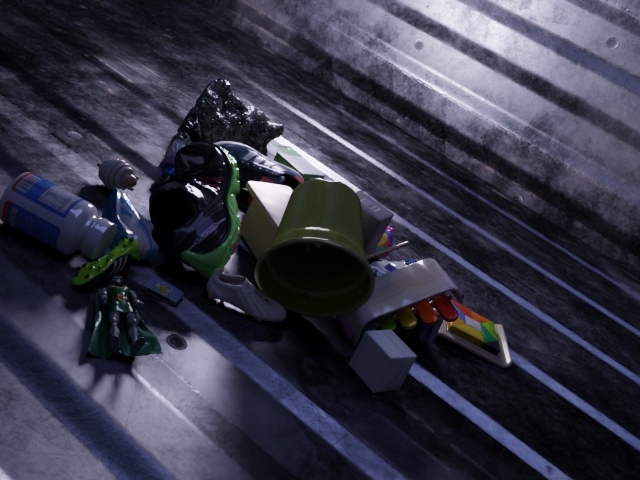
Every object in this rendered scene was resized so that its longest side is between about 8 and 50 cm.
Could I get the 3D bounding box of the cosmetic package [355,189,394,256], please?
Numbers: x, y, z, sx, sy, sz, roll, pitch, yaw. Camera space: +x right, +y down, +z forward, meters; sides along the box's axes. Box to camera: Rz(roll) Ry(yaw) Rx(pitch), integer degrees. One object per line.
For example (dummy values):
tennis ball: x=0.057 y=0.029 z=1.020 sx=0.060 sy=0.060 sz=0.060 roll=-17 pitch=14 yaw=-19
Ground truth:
cosmetic package: x=0.080 y=0.002 z=2.011 sx=0.127 sy=0.238 sz=0.107 roll=37 pitch=28 yaw=16

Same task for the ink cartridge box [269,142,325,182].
ink cartridge box: x=-0.093 y=-0.251 z=2.566 sx=0.109 sy=0.062 sz=0.209 roll=-1 pitch=35 yaw=-46

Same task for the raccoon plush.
raccoon plush: x=-0.307 y=-0.301 z=2.408 sx=0.299 sy=0.216 sz=0.446 roll=34 pitch=51 yaw=-16

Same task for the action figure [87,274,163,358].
action figure: x=-0.392 y=0.140 z=1.476 sx=0.137 sy=0.063 sz=0.232 roll=10 pitch=25 yaw=-27

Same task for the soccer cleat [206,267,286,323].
soccer cleat: x=-0.163 y=0.127 z=1.706 sx=0.196 sy=0.076 sz=0.068 roll=23 pitch=24 yaw=-8

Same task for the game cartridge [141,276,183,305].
game cartridge: x=-0.342 y=0.109 z=1.637 sx=0.083 sy=0.017 sz=0.056 roll=27 pitch=20 yaw=1

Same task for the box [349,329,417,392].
box: x=0.139 y=0.270 z=1.687 sx=0.087 sy=0.101 sz=0.102 roll=3 pitch=31 yaw=-42

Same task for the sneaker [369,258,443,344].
sneaker: x=0.195 y=0.149 z=1.991 sx=0.182 sy=0.127 sz=0.315 roll=8 pitch=28 yaw=-17

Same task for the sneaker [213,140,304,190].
sneaker: x=-0.191 y=-0.193 z=2.263 sx=0.350 sy=0.131 sz=0.148 roll=15 pitch=22 yaw=-25

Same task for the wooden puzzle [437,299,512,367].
wooden puzzle: x=0.414 y=0.242 z=2.091 sx=0.239 sy=0.044 sz=0.221 roll=23 pitch=24 yaw=-6

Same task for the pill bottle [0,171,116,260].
pill bottle: x=-0.556 y=-0.045 z=1.604 sx=0.221 sy=0.124 sz=0.124 roll=28 pitch=24 yaw=3

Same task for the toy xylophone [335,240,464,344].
toy xylophone: x=0.185 y=0.122 z=1.858 sx=0.323 sy=0.081 sz=0.236 roll=-13 pitch=45 yaw=-8

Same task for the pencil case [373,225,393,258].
pencil case: x=0.106 y=-0.005 z=2.220 sx=0.236 sy=0.104 sz=0.104 roll=4 pitch=32 yaw=-39

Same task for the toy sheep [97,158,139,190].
toy sheep: x=-0.527 y=-0.170 z=1.943 sx=0.132 sy=0.091 sz=0.091 roll=21 pitch=20 yaw=24

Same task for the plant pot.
plant pot: x=0.000 y=0.000 z=1.788 sx=0.276 sy=0.276 sz=0.254 roll=21 pitch=47 yaw=-13

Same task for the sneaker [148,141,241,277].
sneaker: x=-0.317 y=-0.115 z=1.860 sx=0.202 sy=0.185 sz=0.483 roll=23 pitch=27 yaw=-28

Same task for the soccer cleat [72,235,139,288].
soccer cleat: x=-0.444 y=0.060 z=1.583 sx=0.060 sy=0.072 sz=0.179 roll=11 pitch=36 yaw=30

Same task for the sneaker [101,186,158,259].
sneaker: x=-0.447 y=-0.035 z=1.756 sx=0.092 sy=0.087 sz=0.228 roll=15 pitch=32 yaw=-39

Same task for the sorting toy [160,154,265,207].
sorting toy: x=-0.281 y=-0.120 z=2.104 sx=0.365 sy=0.127 sz=0.126 roll=20 pitch=54 yaw=-6

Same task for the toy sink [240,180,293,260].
toy sink: x=-0.118 y=-0.035 z=2.016 sx=0.153 sy=0.131 sz=0.234 roll=5 pitch=37 yaw=-40
